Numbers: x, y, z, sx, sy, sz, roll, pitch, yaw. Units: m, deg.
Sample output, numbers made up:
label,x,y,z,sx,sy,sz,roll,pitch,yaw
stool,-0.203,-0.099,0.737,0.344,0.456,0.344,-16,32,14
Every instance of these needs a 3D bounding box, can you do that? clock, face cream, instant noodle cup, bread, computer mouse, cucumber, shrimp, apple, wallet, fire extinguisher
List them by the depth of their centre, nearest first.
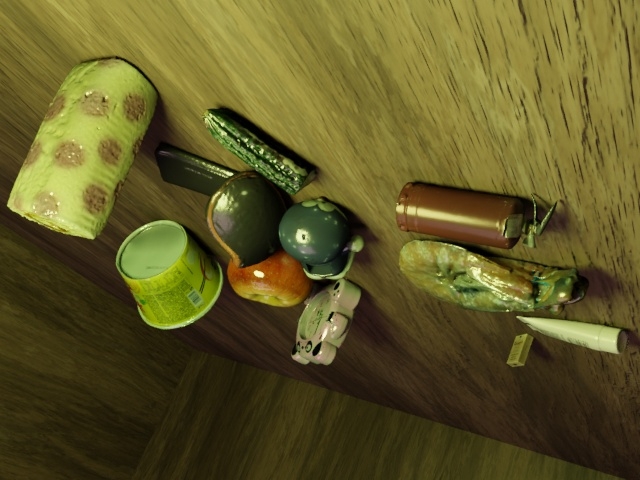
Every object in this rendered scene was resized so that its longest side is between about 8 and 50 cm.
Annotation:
label,x,y,z,sx,sy,sz,roll,pitch,yaw
fire extinguisher,0.275,-0.046,1.142,0.269,0.105,0.105,12,156,29
bread,-0.460,-0.182,1.245,0.187,0.338,0.155,6,159,39
cucumber,-0.122,-0.177,1.272,0.265,0.077,0.077,33,157,-18
shrimp,0.346,0.073,1.353,0.446,0.110,0.221,4,143,49
clock,0.000,0.000,1.464,0.200,0.146,0.243,5,159,16
face cream,0.584,0.213,1.487,0.092,0.058,0.244,33,163,-38
computer mouse,-0.156,-0.034,1.489,0.116,0.183,0.323,46,171,28
wallet,-0.285,-0.152,1.532,0.250,0.044,0.149,22,155,6
apple,-0.134,0.085,1.768,0.235,0.173,0.210,23,156,-24
clock,0.010,0.239,1.867,0.090,0.248,0.227,30,158,-22
instant noodle cup,-0.484,0.091,2.013,0.311,0.311,0.221,13,146,26

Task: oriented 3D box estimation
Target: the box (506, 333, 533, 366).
label,x,y,z,sx,sy,sz,roll,pitch,yaw
box,0.523,0.288,1.675,0.024,0.083,0.053,31,159,-6
